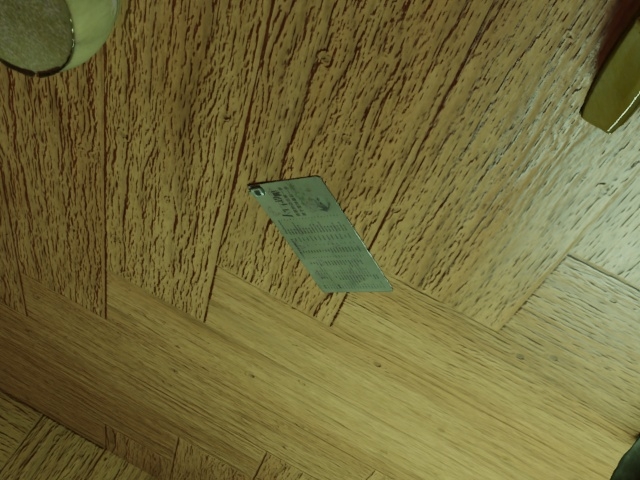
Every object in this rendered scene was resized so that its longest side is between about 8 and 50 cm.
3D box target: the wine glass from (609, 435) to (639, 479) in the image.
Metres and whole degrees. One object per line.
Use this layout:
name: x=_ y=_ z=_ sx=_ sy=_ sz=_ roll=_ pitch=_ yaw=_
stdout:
wine glass: x=0.676 y=0.474 z=1.253 sx=0.406 sy=0.267 sz=0.267 roll=26 pitch=145 yaw=-2

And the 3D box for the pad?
pad: x=0.000 y=0.000 z=1.362 sx=0.160 sy=0.009 sz=0.265 roll=-5 pitch=132 yaw=40

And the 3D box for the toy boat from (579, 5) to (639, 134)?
toy boat: x=0.323 y=-0.180 z=0.836 sx=0.057 sy=0.077 sz=0.200 roll=37 pitch=150 yaw=14

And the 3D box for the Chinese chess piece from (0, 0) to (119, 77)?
Chinese chess piece: x=-0.414 y=-0.360 z=1.136 sx=0.270 sy=0.112 sz=0.270 roll=20 pitch=143 yaw=16
